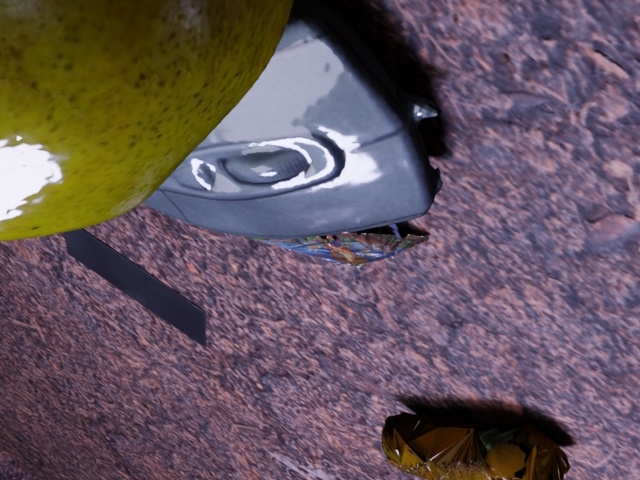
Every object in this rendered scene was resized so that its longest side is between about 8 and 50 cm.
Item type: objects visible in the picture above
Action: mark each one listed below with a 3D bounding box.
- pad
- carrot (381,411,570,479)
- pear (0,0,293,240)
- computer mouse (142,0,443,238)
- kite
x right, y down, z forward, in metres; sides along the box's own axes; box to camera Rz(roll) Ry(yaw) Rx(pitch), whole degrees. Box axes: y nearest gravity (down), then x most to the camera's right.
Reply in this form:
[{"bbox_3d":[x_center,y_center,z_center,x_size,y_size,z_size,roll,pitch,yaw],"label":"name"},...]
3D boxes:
[{"bbox_3d":[-0.201,0.045,1.649,0.193,0.004,0.116,33,159,9],"label":"pad"},{"bbox_3d":[0.128,0.186,1.342,0.069,0.069,0.228,45,159,-21],"label":"carrot"},{"bbox_3d":[-0.152,-0.154,0.779,0.294,0.294,0.294,31,159,14],"label":"pear"},{"bbox_3d":[-0.076,-0.084,1.031,0.371,0.122,0.188,11,148,43],"label":"computer mouse"},{"bbox_3d":[0.000,0.000,1.155,0.182,0.010,0.160,3,164,24],"label":"kite"}]
